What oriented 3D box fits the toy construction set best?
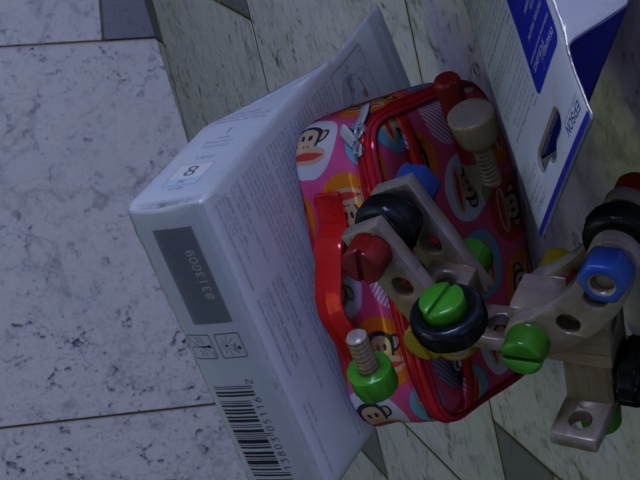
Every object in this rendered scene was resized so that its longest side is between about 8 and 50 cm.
[{"bbox_3d":[0.162,0.035,1.487,0.309,0.257,0.237,-93,-16,-49],"label":"toy construction set"}]

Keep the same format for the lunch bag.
[{"bbox_3d":[0.080,0.014,1.622,0.120,0.258,0.293,-8,100,37],"label":"lunch bag"}]

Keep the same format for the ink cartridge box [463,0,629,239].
[{"bbox_3d":[0.152,-0.203,1.347,0.176,0.069,0.371,100,160,-61],"label":"ink cartridge box"}]

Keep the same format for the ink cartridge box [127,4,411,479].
[{"bbox_3d":[0.000,0.000,1.681,0.091,0.385,0.308,-8,118,32],"label":"ink cartridge box"}]
